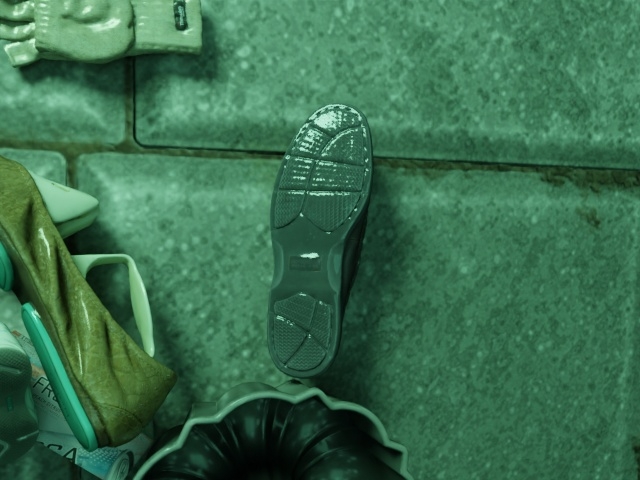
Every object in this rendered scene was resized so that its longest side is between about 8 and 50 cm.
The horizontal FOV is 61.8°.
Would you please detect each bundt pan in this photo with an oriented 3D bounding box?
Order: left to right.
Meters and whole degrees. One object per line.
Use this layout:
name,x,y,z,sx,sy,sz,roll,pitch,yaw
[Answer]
bundt pan,-0.060,0.305,0.594,0.330,0.124,0.331,-1,95,-17

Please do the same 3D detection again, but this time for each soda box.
soda box,-0.264,0.173,0.553,0.183,0.058,0.063,40,83,-16

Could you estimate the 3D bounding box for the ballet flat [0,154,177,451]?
ballet flat,-0.247,0.028,0.512,0.124,0.116,0.342,-32,88,-40

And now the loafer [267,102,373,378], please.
loafer,0.000,0.000,0.615,0.109,0.095,0.303,9,88,12

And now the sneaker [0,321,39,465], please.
sneaker,-0.287,0.140,0.484,0.053,0.061,0.152,-3,121,-37

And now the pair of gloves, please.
pair of gloves,-0.231,-0.297,0.529,0.204,0.042,0.240,-12,100,-19
